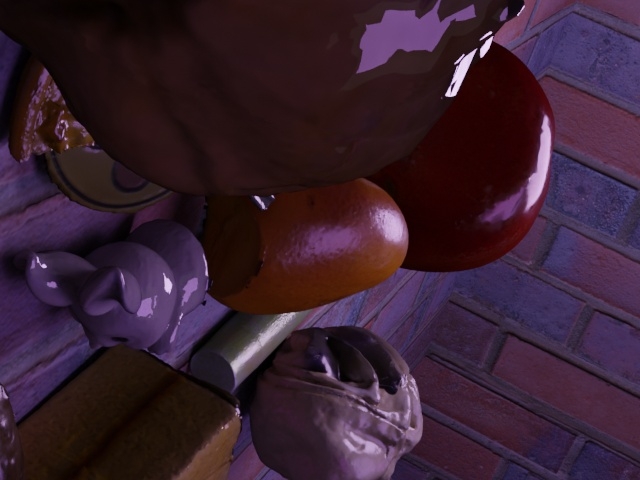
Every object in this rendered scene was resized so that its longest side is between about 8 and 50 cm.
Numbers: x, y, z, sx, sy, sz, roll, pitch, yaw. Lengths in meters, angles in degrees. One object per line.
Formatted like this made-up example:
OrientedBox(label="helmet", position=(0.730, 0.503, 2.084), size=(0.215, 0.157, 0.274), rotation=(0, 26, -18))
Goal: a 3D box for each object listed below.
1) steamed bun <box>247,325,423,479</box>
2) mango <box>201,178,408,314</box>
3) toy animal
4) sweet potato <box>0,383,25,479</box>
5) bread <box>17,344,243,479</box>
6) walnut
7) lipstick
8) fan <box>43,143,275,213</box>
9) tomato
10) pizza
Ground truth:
OrientedBox(label="steamed bun", position=(0.023, 0.242, 1.800), size=(0.320, 0.275, 0.206), rotation=(-117, -148, -63))
OrientedBox(label="mango", position=(0.000, 0.000, 1.244), size=(0.257, 0.138, 0.187), rotation=(-6, 132, -35))
OrientedBox(label="toy animal", position=(-0.188, 0.053, 0.998), size=(0.130, 0.104, 0.221), rotation=(-66, 165, 14))
OrientedBox(label="sweet potato", position=(-0.306, 0.251, 0.926), size=(0.130, 0.130, 0.422), rotation=(-30, 138, -65))
OrientedBox(label="bread", position=(-0.220, 0.246, 1.127), size=(0.264, 0.168, 0.163), rotation=(-42, 155, -47))
OrientedBox(label="walnut", position=(-0.029, -0.218, 0.652), size=(0.383, 0.384, 0.383), rotation=(-56, 164, -25))
OrientedBox(label="lipstick", position=(-0.071, 0.105, 1.561), size=(0.304, 0.076, 0.076), rotation=(-42, 155, -52))
OrientedBox(label="fan", position=(-0.117, -0.105, 0.955), size=(0.229, 0.011, 0.335), rotation=(-51, 144, -8))
OrientedBox(label="tomato", position=(0.168, -0.113, 1.546), size=(0.293, 0.290, 0.325), rotation=(68, 35, -71))
OrientedBox(label="pizza", position=(-0.171, -0.123, 0.834), size=(0.099, 0.036, 0.160), rotation=(25, 97, -55))
